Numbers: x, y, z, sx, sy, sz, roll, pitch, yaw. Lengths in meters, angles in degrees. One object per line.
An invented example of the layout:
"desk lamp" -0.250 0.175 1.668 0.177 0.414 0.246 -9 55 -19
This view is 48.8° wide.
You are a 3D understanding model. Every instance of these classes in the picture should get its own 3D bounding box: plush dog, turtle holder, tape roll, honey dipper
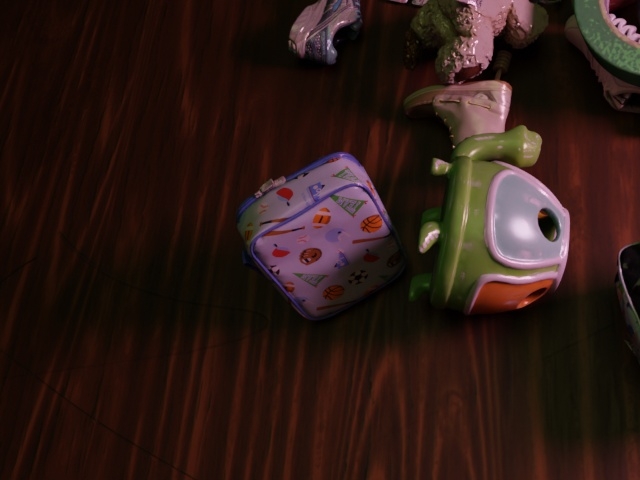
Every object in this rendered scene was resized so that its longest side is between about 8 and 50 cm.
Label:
"plush dog" 0.262 -0.426 1.344 0.262 0.211 0.225 -34 17 -23
"turtle holder" 0.281 -0.022 1.168 0.227 0.243 0.320 10 38 8
"tape roll" 0.589 -0.414 1.160 0.321 0.077 0.321 -4 82 29
"honey dipper" 0.336 -0.293 1.365 0.030 0.030 0.161 14 73 23

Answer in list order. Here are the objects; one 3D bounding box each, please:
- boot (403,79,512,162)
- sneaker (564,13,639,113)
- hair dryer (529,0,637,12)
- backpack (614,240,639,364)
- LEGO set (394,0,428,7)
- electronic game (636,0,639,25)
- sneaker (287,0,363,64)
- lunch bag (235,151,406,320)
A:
"boot" 0.250 -0.208 1.328 0.213 0.077 0.165 -1 76 31
"sneaker" 0.542 -0.309 1.267 0.118 0.110 0.292 -45 60 5
"hair dryer" 0.531 -0.528 1.373 0.293 0.080 0.224 19 65 17
"backpack" 0.558 0.119 1.013 0.225 0.191 0.253 -15 56 14
"LEGO set" 0.269 -0.608 1.530 0.182 0.060 0.244 19 86 24
"electronic game" 0.673 -0.423 1.228 0.229 0.229 0.048 31 36 27
"sneaker" 0.047 -0.495 1.526 0.122 0.110 0.283 29 80 9
"lunch bag" 0.000 0.000 1.185 0.243 0.303 0.115 -29 48 5
